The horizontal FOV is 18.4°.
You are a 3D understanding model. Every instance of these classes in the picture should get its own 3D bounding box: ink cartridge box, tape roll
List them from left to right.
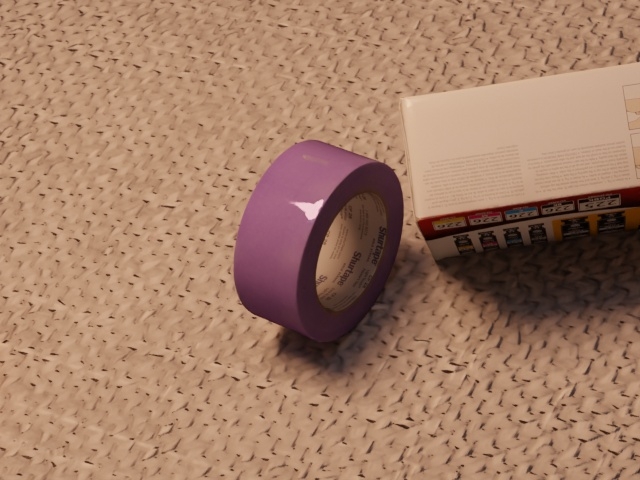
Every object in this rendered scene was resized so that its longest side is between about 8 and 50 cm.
[{"bbox_3d":[0.000,0.000,1.972,0.080,0.189,0.189,20,56,30],"label":"tape roll"},{"bbox_3d":[0.251,-0.073,1.982,0.309,0.272,0.130,-8,78,8],"label":"ink cartridge box"}]
